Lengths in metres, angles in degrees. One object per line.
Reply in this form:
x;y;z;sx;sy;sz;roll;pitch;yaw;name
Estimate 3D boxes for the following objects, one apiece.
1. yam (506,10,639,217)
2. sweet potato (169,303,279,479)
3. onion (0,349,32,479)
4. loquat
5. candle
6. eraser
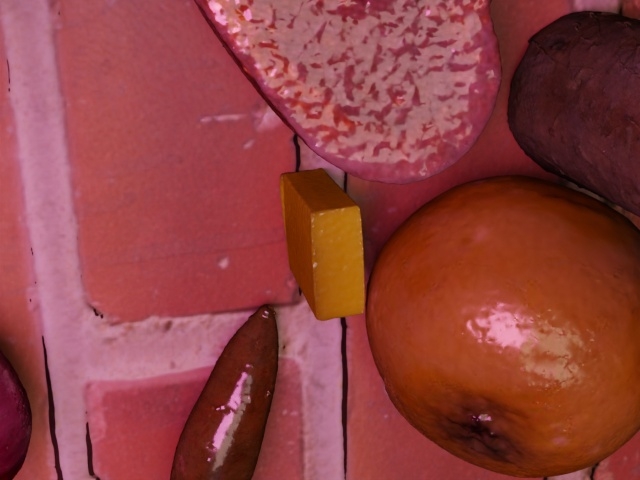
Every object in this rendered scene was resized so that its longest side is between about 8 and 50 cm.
0.282;-0.097;0.977;0.161;0.268;0.161;-9;112;-22;yam
-0.086;0.230;1.098;0.108;0.079;0.346;-9;115;-23;sweet potato
-0.322;0.143;0.968;0.177;0.177;0.153;34;57;-22;onion
0.166;0.074;1.005;0.263;0.263;0.263;-4;111;-12;loquat
0.026;-0.213;0.938;0.287;0.131;0.317;9;106;-14;candle
0.000;0.000;1.010;0.045;0.122;0.097;-9;112;-12;eraser
